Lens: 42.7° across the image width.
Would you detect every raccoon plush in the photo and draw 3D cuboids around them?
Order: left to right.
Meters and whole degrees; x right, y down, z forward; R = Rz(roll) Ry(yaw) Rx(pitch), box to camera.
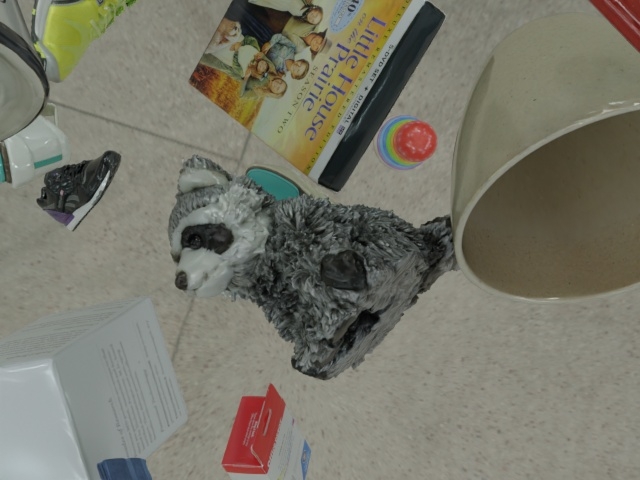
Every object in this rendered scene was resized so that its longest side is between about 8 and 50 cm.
[{"bbox_3d":[0.000,0.000,1.114,0.299,0.446,0.216,40,120,24],"label":"raccoon plush"}]

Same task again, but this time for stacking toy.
[{"bbox_3d":[0.206,-0.228,1.868,0.141,0.330,0.141,0,95,-2],"label":"stacking toy"}]

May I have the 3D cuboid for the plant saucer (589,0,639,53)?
[{"bbox_3d":[0.280,-0.171,0.500,0.047,0.258,0.259,-27,70,-24],"label":"plant saucer"}]

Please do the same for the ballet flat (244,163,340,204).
[{"bbox_3d":[-0.041,-0.090,1.646,0.248,0.086,0.086,34,81,-15],"label":"ballet flat"}]

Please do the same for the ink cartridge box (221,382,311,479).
[{"bbox_3d":[-0.094,0.356,1.388,0.078,0.231,0.134,-3,45,20],"label":"ink cartridge box"}]

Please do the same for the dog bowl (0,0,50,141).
[{"bbox_3d":[-0.405,-0.165,0.559,0.407,0.408,0.151,-7,81,-3],"label":"dog bowl"}]

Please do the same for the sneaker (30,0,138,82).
[{"bbox_3d":[-0.352,-0.431,1.350,0.147,0.145,0.385,24,87,-5],"label":"sneaker"}]

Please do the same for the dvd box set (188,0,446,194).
[{"bbox_3d":[-0.029,-0.299,1.308,0.420,0.062,0.308,42,105,43],"label":"dvd box set"}]

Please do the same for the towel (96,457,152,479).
[{"bbox_3d":[-0.375,0.452,1.576,0.029,0.119,0.067,-36,63,16],"label":"towel"}]

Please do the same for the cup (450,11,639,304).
[{"bbox_3d":[0.289,-0.114,0.918,0.331,0.331,0.237,-6,53,-3],"label":"cup"}]

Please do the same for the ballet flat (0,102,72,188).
[{"bbox_3d":[-0.511,-0.214,1.355,0.139,0.139,0.400,-37,47,-7],"label":"ballet flat"}]

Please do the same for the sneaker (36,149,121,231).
[{"bbox_3d":[-0.551,-0.124,1.824,0.124,0.283,0.107,33,45,-19],"label":"sneaker"}]

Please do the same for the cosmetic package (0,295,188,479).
[{"bbox_3d":[-0.562,0.355,1.828,0.329,0.393,0.328,-11,101,22],"label":"cosmetic package"}]
